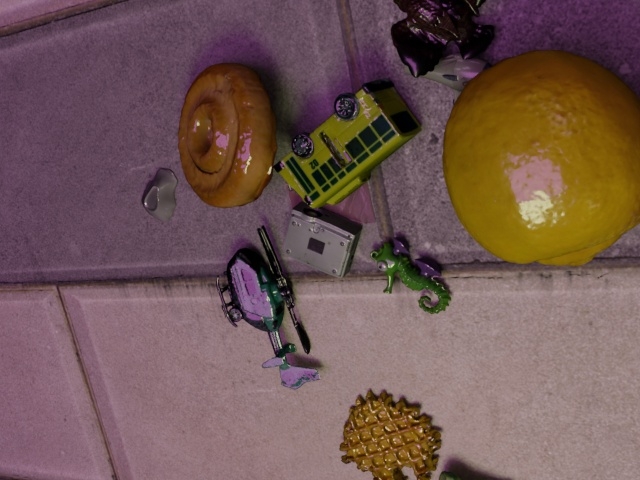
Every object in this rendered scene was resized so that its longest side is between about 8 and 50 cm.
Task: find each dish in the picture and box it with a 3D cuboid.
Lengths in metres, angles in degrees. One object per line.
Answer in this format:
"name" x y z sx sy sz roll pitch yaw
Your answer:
"dish" -0.382 -0.105 1.727 0.091 0.039 0.137 36 123 13

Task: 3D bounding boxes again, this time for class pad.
"pad" 0.020 -0.080 1.541 0.188 0.006 0.113 -7 104 28

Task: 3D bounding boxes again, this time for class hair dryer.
"hair dryer" 0.223 -0.257 1.351 0.167 0.067 0.199 30 135 26

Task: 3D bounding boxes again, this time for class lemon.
"lemon" 0.353 -0.126 1.158 0.348 0.348 0.347 10 113 25

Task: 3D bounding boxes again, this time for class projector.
"projector" 0.000 0.000 1.542 0.147 0.061 0.115 23 119 14

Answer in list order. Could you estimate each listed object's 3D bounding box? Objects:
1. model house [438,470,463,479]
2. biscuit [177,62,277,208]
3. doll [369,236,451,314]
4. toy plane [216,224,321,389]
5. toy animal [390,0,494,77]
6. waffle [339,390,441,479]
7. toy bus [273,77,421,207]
"model house" 0.340 0.613 1.556 0.189 0.195 0.214 5 128 1
"biscuit" -0.200 -0.211 1.489 0.296 0.102 0.296 7 99 50
"doll" 0.181 0.075 1.488 0.190 0.050 0.115 35 117 10
"toy plane" -0.121 0.160 1.656 0.155 0.106 0.381 -15 96 20
"toy animal" 0.204 -0.390 1.283 0.218 0.116 0.179 -54 44 10
"waffle" 0.153 0.448 1.643 0.229 0.051 0.231 22 117 23
"toy bus" 0.050 -0.178 1.412 0.262 0.128 0.150 -38 86 32
